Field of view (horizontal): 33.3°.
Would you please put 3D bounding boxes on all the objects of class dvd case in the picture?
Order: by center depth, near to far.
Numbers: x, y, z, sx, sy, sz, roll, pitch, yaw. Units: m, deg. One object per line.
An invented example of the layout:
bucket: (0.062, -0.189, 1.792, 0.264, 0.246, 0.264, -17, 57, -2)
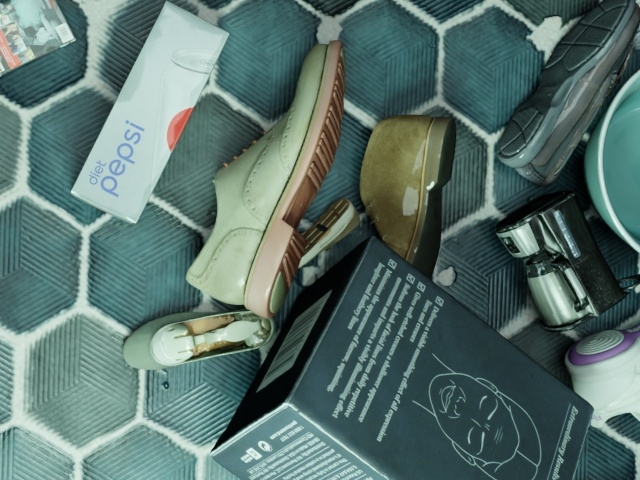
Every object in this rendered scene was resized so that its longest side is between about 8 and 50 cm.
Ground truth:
dvd case: (-0.402, -0.282, 1.436, 0.119, 0.013, 0.087, -28, 96, -9)

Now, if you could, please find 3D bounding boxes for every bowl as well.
bowl: (0.510, -0.109, 1.551, 0.311, 0.163, 0.311, 0, 90, -11)

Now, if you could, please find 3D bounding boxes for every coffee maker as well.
coffee maker: (0.360, 0.019, 1.556, 0.171, 0.120, 0.178, -30, 98, -34)

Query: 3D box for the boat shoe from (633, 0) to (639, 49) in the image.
boat shoe: (0.524, -0.388, 1.594, 0.076, 0.083, 0.226, 44, 83, -10)

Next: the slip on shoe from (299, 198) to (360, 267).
slip on shoe: (0.000, 0.000, 1.506, 0.135, 0.051, 0.041, -46, 130, -7)

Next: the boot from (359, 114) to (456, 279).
boot: (0.111, -0.028, 1.518, 0.115, 0.112, 0.305, 10, 92, 18)

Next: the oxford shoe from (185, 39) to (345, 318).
oxford shoe: (-0.069, -0.102, 1.447, 0.146, 0.140, 0.397, 16, 75, 12)

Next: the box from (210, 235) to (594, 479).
box: (0.115, 0.246, 1.384, 0.395, 0.212, 0.293, 38, 49, -9)

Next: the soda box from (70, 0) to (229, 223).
soda box: (-0.228, -0.168, 1.432, 0.098, 0.091, 0.286, 27, 85, -11)

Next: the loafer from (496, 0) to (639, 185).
loafer: (0.376, -0.218, 1.565, 0.095, 0.109, 0.302, 36, 90, -28)

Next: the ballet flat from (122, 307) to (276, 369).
ballet flat: (-0.164, 0.130, 1.457, 0.213, 0.068, 0.072, -11, 92, -11)

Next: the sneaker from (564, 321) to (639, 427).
sneaker: (0.511, 0.183, 1.594, 0.305, 0.114, 0.152, -17, 107, -7)
